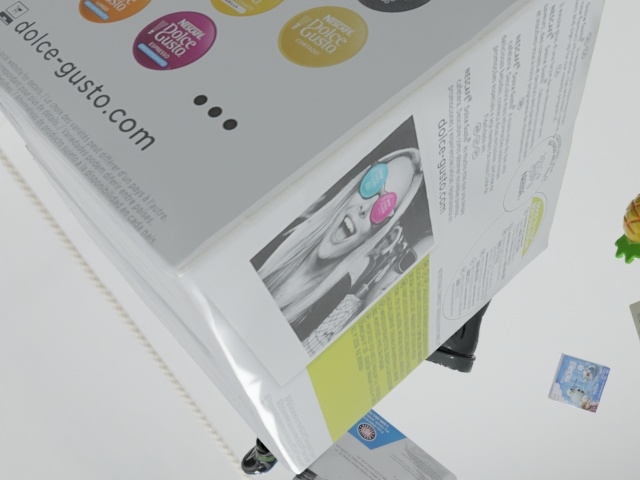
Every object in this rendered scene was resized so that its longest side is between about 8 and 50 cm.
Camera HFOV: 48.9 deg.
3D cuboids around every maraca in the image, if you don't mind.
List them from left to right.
[{"bbox_3d":[0.701,-0.034,1.516,0.186,0.099,0.127,-60,-169,11],"label":"maraca"}]

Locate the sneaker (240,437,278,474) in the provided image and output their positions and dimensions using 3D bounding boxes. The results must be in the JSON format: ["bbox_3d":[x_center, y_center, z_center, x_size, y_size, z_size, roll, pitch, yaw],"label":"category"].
[{"bbox_3d":[-0.105,0.407,1.403,0.188,0.078,0.067,-44,-140,34],"label":"sneaker"}]

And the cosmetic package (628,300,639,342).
[{"bbox_3d":[0.322,0.097,0.626,0.060,0.041,0.115,-30,-151,31],"label":"cosmetic package"}]

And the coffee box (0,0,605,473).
[{"bbox_3d":[-0.027,-0.085,0.579,0.334,0.337,0.338,-39,148,-16],"label":"coffee box"}]

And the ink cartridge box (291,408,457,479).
[{"bbox_3d":[0.063,0.593,1.521,0.395,0.285,0.166,-44,166,-35],"label":"ink cartridge box"}]

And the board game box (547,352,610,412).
[{"bbox_3d":[0.485,0.267,1.321,0.020,0.090,0.090,-33,139,-84],"label":"board game box"}]

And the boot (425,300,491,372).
[{"bbox_3d":[0.151,0.070,1.090,0.094,0.246,0.207,6,99,-72],"label":"boot"}]
